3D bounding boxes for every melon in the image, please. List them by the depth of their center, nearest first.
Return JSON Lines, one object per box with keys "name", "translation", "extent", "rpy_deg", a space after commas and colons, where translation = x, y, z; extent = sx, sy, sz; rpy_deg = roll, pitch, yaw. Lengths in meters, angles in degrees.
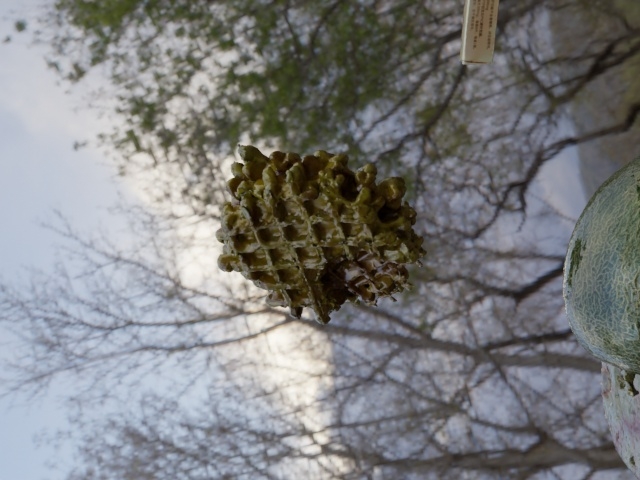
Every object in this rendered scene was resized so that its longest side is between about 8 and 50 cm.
{"name": "melon", "translation": [0.255, 0.025, 0.735], "extent": [0.139, 0.139, 0.192], "rpy_deg": [-3, -73, -65]}

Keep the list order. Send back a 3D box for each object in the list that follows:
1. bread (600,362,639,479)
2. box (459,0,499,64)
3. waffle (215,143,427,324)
{"name": "bread", "translation": [0.474, 0.180, 1.299], "extent": [0.295, 0.114, 0.328], "rpy_deg": [-111, 19, -68]}
{"name": "box", "translation": [0.072, -0.124, 0.423], "extent": [0.058, 0.015, 0.093], "rpy_deg": [-58, -28, -78]}
{"name": "waffle", "translation": [0.000, 0.000, 0.905], "extent": [0.193, 0.197, 0.070], "rpy_deg": [104, -178, -47]}
